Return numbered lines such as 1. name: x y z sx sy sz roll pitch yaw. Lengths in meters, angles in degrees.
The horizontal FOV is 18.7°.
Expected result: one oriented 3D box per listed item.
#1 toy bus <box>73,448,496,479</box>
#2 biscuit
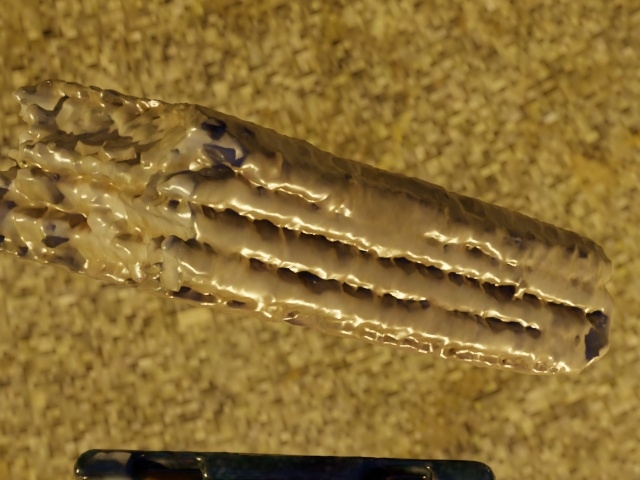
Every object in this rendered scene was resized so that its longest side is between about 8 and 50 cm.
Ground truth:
1. toy bus: -0.017 0.251 0.685 0.161 0.323 0.194 2 160 2
2. biscuit: 0.000 0.000 0.667 0.239 0.108 0.062 14 89 -48
